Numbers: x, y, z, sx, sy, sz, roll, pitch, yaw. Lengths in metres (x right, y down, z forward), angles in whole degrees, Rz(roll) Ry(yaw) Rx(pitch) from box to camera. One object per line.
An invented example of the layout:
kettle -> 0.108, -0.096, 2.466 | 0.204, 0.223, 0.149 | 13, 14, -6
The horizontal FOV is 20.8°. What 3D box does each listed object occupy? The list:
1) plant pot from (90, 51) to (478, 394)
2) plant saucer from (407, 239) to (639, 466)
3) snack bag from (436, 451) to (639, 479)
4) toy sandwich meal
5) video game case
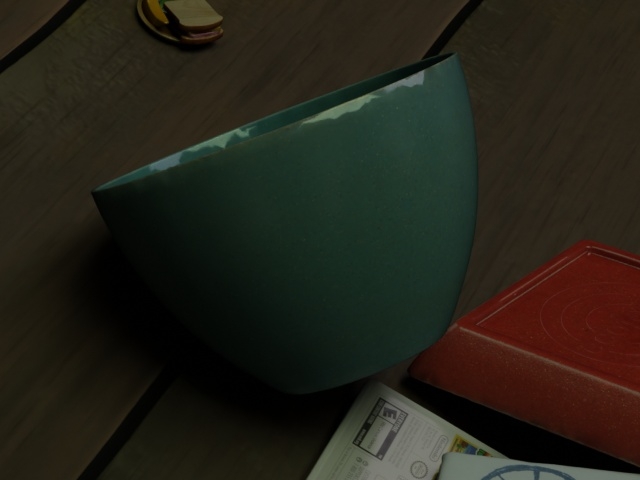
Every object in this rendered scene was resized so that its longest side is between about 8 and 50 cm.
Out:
plant pot -> 0.000, 0.000, 1.306 | 0.290, 0.290, 0.195 | -28, 99, -42
plant saucer -> 0.245, 0.079, 1.394 | 0.259, 0.048, 0.258 | 19, 31, 34
snack bag -> 0.229, 0.252, 1.146 | 0.342, 0.037, 0.323 | 4, 29, 8
toy sandwich meal -> -0.128, -0.211, 1.603 | 0.085, 0.029, 0.085 | 14, 43, -13
video game case -> 0.079, 0.224, 1.270 | 0.206, 0.026, 0.227 | 30, 41, 5
